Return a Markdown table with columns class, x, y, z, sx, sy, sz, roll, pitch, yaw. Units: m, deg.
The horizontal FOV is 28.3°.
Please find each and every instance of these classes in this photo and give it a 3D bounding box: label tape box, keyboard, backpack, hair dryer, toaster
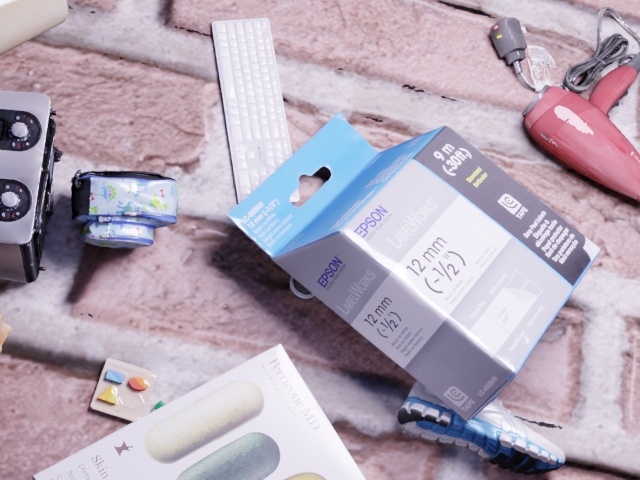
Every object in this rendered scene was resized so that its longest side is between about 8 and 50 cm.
| class | x | y | z | sx | sy | sz | roll | pitch | yaw |
| --- | --- | --- | --- | --- | --- | --- | --- | --- | --- |
| label tape box | 0.109 | -0.006 | 1.412 | 0.348 | 0.115 | 0.249 | 41 | 46 | 4 |
| keyboard | -0.080 | -0.158 | 1.528 | 0.072 | 0.014 | 0.256 | -4 | 66 | -15 |
| backpack | -0.214 | -0.033 | 1.391 | 0.114 | 0.105 | 0.084 | -1 | 88 | -14 |
| hair dryer | 0.356 | -0.179 | 1.606 | 0.224 | 0.080 | 0.293 | -8 | 68 | -17 |
| toaster | -0.338 | -0.054 | 1.337 | 0.110 | 0.185 | 0.168 | 7 | 72 | -7 |

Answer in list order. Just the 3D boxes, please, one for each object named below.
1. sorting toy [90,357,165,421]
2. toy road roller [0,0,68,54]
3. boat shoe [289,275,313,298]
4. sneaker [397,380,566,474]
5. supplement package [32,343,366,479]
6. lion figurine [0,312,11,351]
| class | x | y | z | sx | sy | sz | roll | pitch | yaw |
| --- | --- | --- | --- | --- | --- | --- | --- | --- | --- |
| sorting toy | -0.196 | 0.163 | 1.351 | 0.083 | 0.012 | 0.062 | 18 | 62 | -4 |
| toy road roller | -0.446 | -0.376 | 1.469 | 0.203 | 0.241 | 0.329 | -33 | 114 | -25 |
| boat shoe | 0.000 | 0.000 | 1.458 | 0.049 | 0.040 | 0.142 | 17 | 63 | -5 |
| sneaker | 0.186 | 0.194 | 1.399 | 0.191 | 0.071 | 0.083 | 24 | 57 | -2 |
| supplement package | -0.114 | 0.268 | 1.217 | 0.263 | 0.198 | 0.199 | -27 | 74 | -23 |
| lion figurine | -0.522 | 0.094 | 1.233 | 0.392 | 0.142 | 0.240 | 24 | 64 | -2 |
